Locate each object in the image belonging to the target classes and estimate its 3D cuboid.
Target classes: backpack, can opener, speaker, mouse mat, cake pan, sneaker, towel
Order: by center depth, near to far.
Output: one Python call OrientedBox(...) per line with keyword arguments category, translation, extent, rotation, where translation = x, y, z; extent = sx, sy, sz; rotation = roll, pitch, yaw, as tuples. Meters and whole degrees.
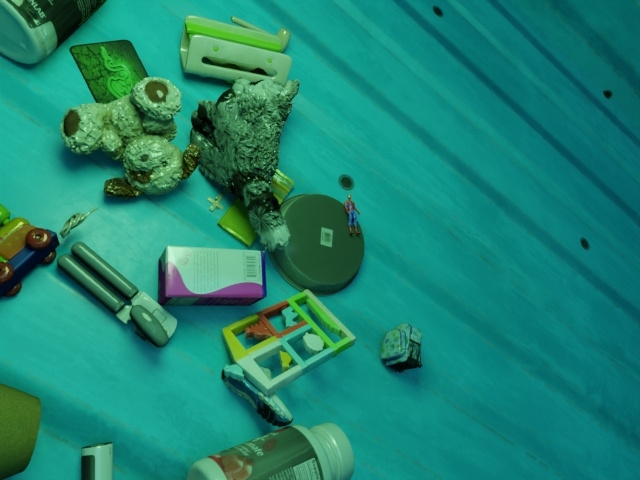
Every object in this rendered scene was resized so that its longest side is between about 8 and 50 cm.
OrientedBox(category="speaker", translation=(-0.408, 0.447, 0.835), extent=(0.055, 0.055, 0.136), rotation=(1, 72, -28))
OrientedBox(category="can opener", translation=(-0.412, 0.110, 0.942), extent=(0.280, 0.093, 0.074), rotation=(41, 58, -4))
OrientedBox(category="sneaker", translation=(-0.124, 0.322, 0.998), extent=(0.190, 0.072, 0.082), rotation=(35, 40, 22))
OrientedBox(category="mouse mat", translation=(-0.505, -0.410, 1.127), extent=(0.152, 0.007, 0.190), rotation=(-26, 87, -33))
OrientedBox(category="towel", translation=(-0.162, -0.100, 1.187), extent=(0.102, 0.021, 0.237), rotation=(35, 59, -5))
OrientedBox(category="backpack", translation=(0.217, 0.278, 1.213), extent=(0.084, 0.105, 0.114), rotation=(30, 55, -17))
OrientedBox(category="cake pan", translation=(0.000, 0.000, 1.226), extent=(0.292, 0.054, 0.294), rotation=(11, 67, -26))

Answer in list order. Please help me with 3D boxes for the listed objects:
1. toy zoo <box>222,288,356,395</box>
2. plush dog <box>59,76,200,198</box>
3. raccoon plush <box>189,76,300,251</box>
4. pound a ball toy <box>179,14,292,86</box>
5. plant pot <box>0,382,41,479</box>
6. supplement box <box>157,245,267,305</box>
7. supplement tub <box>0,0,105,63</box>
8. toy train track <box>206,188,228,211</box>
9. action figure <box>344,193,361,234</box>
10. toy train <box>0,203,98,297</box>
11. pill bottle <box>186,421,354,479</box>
OrientedBox(category="toy zoo", translation=(-0.089, 0.230, 1.042), extent=(0.293, 0.030, 0.192), rotation=(-21, 46, -33))
OrientedBox(category="plush dog", translation=(-0.402, -0.211, 1.034), extent=(0.262, 0.210, 0.226), rotation=(-23, 99, -5))
OrientedBox(category="raccoon plush", translation=(-0.133, -0.214, 1.176), extent=(0.299, 0.216, 0.447), rotation=(-27, 100, -42))
OrientedBox(category="pound a ball toy", translation=(-0.222, -0.519, 1.269), extent=(0.318, 0.136, 0.208), rotation=(1, 46, -28))
OrientedBox(category="plant pot", translation=(-0.592, 0.299, 0.707), extent=(0.254, 0.237, 0.237), rotation=(17, 64, -38))
OrientedBox(category="supplement box", translation=(-0.244, 0.084, 1.026), extent=(0.219, 0.114, 0.111), rotation=(5, 70, -29))
OrientedBox(category="supplement tub", translation=(-0.608, -0.575, 1.010), extent=(0.207, 0.207, 0.338), rotation=(32, 59, -15))
OrientedBox(category="toy train track", translation=(-0.254, -0.108, 1.149), extent=(0.048, 0.014, 0.083), rotation=(36, 58, -13))
OrientedBox(category="action figure", translation=(0.087, -0.073, 1.253), extent=(0.038, 0.030, 0.115), rotation=(-2, 71, -24))
OrientedBox(category="toy train", translation=(-0.581, -0.022, 0.887), extent=(0.143, 0.105, 0.248), rotation=(38, 58, -6))
OrientedBox(category="pill bottle", translation=(-0.088, 0.481, 0.917), extent=(0.318, 0.176, 0.177), rotation=(-4, 74, -39))
